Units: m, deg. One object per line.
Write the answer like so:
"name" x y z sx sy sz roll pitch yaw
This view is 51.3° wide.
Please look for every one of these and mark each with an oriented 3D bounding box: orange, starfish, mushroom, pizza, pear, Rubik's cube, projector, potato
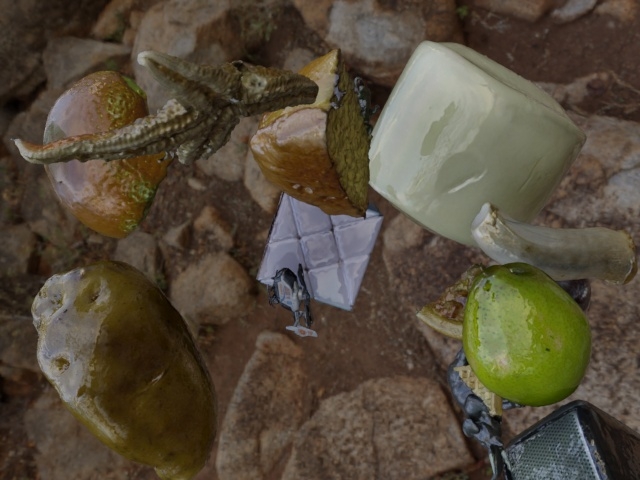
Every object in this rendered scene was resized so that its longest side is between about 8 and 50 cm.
"orange" -0.437 -0.164 1.318 0.263 0.196 0.334 -24 83 55
"starfish" -0.091 -0.092 0.518 0.138 0.247 0.050 -26 84 26
"mushroom" 0.436 0.015 1.240 0.095 0.351 0.122 173 107 -70
"pizza" 0.356 0.130 1.475 0.058 0.292 0.197 60 -144 -55
"pear" 0.283 0.123 0.943 0.188 0.219 0.187 -28 18 10
"Rubik's cube" 0.000 0.000 1.498 0.224 0.231 0.221 -91 19 -80
"projector" 0.549 0.555 1.192 0.242 0.395 0.405 -46 25 29
"potato" -0.272 0.196 0.989 0.177 0.369 0.195 -25 18 19

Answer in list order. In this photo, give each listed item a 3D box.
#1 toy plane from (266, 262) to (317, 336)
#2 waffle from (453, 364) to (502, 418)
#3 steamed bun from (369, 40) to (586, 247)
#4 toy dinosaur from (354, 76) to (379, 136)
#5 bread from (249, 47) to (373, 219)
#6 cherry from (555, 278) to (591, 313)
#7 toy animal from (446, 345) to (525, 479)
"toy plane" -0.056 0.124 1.346 0.053 0.078 0.197 -61 -32 -48
"waffle" 0.269 0.258 1.154 0.153 0.023 0.097 142 140 -66
"steamed bun" 0.327 -0.168 1.374 0.290 0.456 0.371 48 117 48
"toy dinosaur" 0.089 -0.320 1.664 0.179 0.087 0.187 -114 39 -56
"bread" -0.014 -0.120 0.827 0.260 0.134 0.129 65 -149 -65
"cherry" 0.589 0.151 1.790 0.296 0.255 0.218 -51 -42 -50
"toy animal" 0.315 0.319 1.252 0.137 0.082 0.269 125 134 -58
